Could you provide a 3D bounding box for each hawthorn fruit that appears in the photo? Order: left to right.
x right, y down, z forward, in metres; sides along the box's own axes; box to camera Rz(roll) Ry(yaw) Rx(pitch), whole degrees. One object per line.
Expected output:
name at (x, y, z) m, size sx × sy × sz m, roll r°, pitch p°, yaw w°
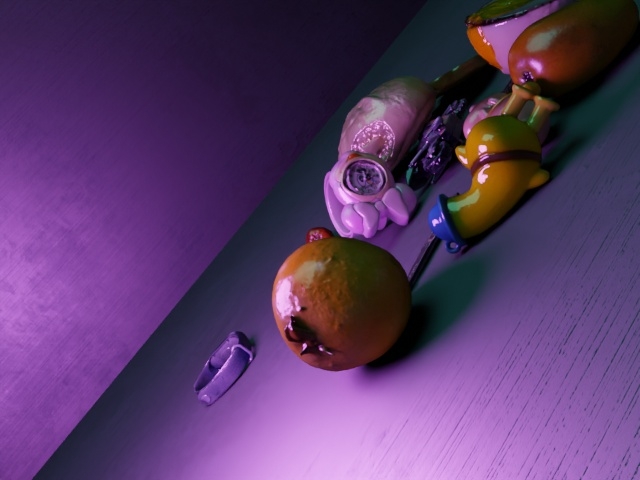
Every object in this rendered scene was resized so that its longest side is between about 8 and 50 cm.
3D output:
hawthorn fruit at (0.000, 0.000, 2.289) m, size 0.093 × 0.093 × 0.093 m, roll -43°, pitch 15°, yaw 15°

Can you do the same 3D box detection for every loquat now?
loquat at (0.032, 0.125, 1.502) m, size 0.275 × 0.275 × 0.275 m, roll -43°, pitch 15°, yaw 15°

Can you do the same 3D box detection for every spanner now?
spanner at (0.241, 0.008, 1.703) m, size 0.325 × 0.026 × 0.093 m, roll -56°, pitch 16°, yaw -29°

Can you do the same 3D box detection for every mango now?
mango at (0.569, -0.441, 1.708) m, size 0.317 × 0.173 × 0.211 m, roll -34°, pitch 15°, yaw 3°

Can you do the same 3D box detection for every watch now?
watch at (-0.268, 0.351, 2.138) m, size 0.206 × 0.068 × 0.193 m, roll -44°, pitch 18°, yaw 24°
watch at (0.116, -0.096, 2.028) m, size 0.211 × 0.248 × 0.217 m, roll -18°, pitch -22°, yaw -18°

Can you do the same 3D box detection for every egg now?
egg at (0.539, -0.530, 1.938) m, size 0.337 × 0.201 × 0.337 m, roll -23°, pitch 23°, yaw 10°

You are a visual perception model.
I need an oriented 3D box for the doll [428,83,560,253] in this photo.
doll at (0.349, -0.133, 1.545) m, size 0.145 × 0.199 × 0.362 m, roll 15°, pitch -74°, yaw -58°

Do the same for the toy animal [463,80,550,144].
toy animal at (0.417, -0.260, 1.698) m, size 0.165 × 0.149 × 0.248 m, roll -34°, pitch 5°, yaw -10°

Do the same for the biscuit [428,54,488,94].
biscuit at (0.389, -0.489, 2.401) m, size 0.312 × 0.057 × 0.351 m, roll -33°, pitch 6°, yaw -37°

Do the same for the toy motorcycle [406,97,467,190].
toy motorcycle at (0.317, -0.262, 2.063) m, size 0.173 × 0.108 × 0.307 m, roll -44°, pitch 13°, yaw 46°

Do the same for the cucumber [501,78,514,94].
cucumber at (0.475, -0.357, 1.975) m, size 0.256 × 0.043 × 0.044 m, roll -52°, pitch 21°, yaw -23°

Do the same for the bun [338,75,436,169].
bun at (0.175, -0.319, 2.214) m, size 0.364 × 0.202 × 0.364 m, roll -54°, pitch -7°, yaw -9°
